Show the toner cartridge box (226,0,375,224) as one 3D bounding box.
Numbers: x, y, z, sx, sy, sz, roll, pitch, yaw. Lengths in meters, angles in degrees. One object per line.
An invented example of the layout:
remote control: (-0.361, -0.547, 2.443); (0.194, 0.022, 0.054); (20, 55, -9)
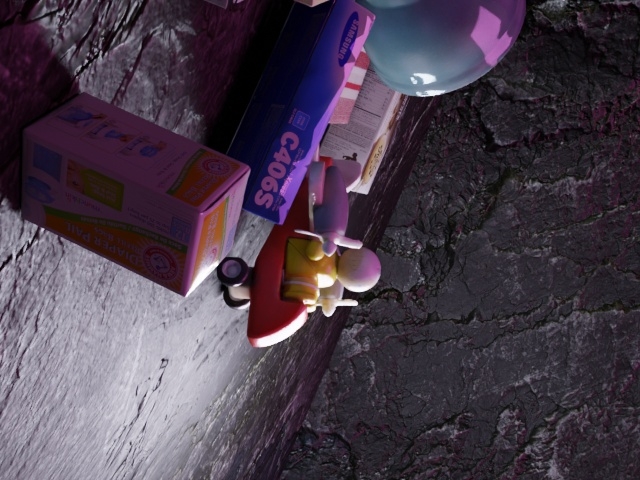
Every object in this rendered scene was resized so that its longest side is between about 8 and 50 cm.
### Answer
toner cartridge box: (-0.048, -0.205, 1.340); (0.165, 0.075, 0.348); (24, -90, 62)

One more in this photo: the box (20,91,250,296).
box: (-0.189, -0.049, 0.879); (0.103, 0.203, 0.114); (-52, 162, -51)

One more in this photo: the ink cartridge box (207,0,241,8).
ink cartridge box: (-0.090, -0.393, 1.036); (0.097, 0.046, 0.207); (-51, 161, -56)

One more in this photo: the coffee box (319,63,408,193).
coffee box: (0.100, -0.267, 1.993); (0.297, 0.119, 0.168); (-67, 168, 5)

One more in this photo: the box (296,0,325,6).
box: (0.007, -0.463, 1.165); (0.213, 0.117, 0.243); (-46, 158, -59)

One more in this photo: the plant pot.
plant pot: (0.176, -0.420, 1.459); (0.196, 0.293, 0.293); (42, 70, -51)

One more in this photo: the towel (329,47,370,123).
towel: (0.063, -0.399, 1.775); (0.329, 0.037, 0.237); (-70, 166, 12)

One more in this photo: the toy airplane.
toy airplane: (0.000, 0.000, 1.684); (0.386, 0.272, 0.384); (-39, 150, -66)
